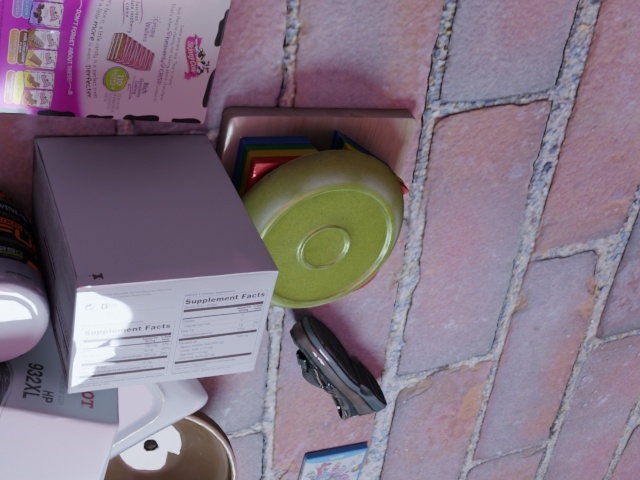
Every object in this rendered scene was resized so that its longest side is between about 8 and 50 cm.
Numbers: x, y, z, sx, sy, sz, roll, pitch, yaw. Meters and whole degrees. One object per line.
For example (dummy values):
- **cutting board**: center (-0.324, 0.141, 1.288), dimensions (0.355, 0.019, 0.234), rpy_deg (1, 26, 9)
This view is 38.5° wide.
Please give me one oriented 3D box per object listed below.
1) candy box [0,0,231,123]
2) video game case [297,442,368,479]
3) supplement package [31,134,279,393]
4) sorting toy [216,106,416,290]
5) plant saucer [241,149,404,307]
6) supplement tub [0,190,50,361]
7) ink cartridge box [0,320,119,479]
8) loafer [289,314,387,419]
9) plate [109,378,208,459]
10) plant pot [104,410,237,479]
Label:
- **candy box**: center (-0.221, -0.207, 0.931), dimensions (0.234, 0.071, 0.159), rpy_deg (1, 127, -26)
- **video game case**: center (0.014, 0.430, 1.636), dimensions (0.119, 0.015, 0.166), rpy_deg (-5, 129, -23)
- **supplement package**: center (-0.192, 0.013, 1.000), dimensions (0.204, 0.262, 0.145), rpy_deg (-4, 130, -25)
- **sorting toy**: center (-0.010, -0.036, 1.172), dimensions (0.256, 0.089, 0.257), rpy_deg (-3, 128, -25)
- **plant saucer**: center (0.000, 0.000, 1.119), dimensions (0.241, 0.037, 0.241), rpy_deg (-14, 132, -16)
- **supplement tub**: center (-0.360, 0.029, 0.980), dimensions (0.117, 0.190, 0.117), rpy_deg (-15, 134, -16)
- **ink cartridge box**: center (-0.385, 0.169, 1.004), dimensions (0.308, 0.223, 0.129), rpy_deg (15, 106, -17)
- **loafer**: center (0.015, 0.209, 1.397), dimensions (0.084, 0.096, 0.267), rpy_deg (-31, 137, 9)
- **plate**: center (-0.325, 0.185, 1.170), dimensions (0.277, 0.045, 0.278), rpy_deg (-31, 114, 0)
- **plant pot**: center (-0.243, 0.321, 1.323), dimensions (0.238, 0.109, 0.237), rpy_deg (-4, 111, -10)
